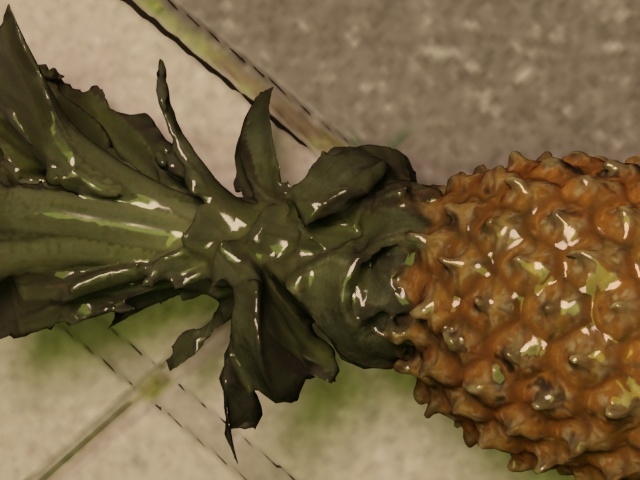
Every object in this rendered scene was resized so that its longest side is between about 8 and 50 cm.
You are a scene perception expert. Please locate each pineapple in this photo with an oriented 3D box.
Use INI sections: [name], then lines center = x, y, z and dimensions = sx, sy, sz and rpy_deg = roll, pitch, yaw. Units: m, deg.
[pineapple]
center = 0.000, 0.000, 0.670
dimensions = 0.277, 0.119, 0.130
rpy_deg = 10, 112, 10
